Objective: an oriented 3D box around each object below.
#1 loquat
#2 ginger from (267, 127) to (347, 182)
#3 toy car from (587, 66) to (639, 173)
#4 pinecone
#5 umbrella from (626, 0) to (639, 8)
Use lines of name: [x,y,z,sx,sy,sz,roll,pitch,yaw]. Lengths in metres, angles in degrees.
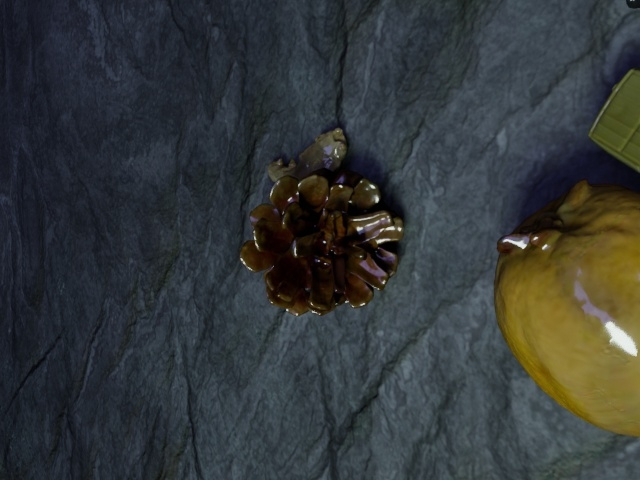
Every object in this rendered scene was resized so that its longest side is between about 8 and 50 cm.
loquat: [0.272,0.064,0.495,0.193,0.238,0.238,-36,64,2]
ginger: [-0.024,-0.120,0.850,0.174,0.051,0.069,-16,76,37]
toy car: [0.350,-0.059,0.440,0.256,0.125,0.101,-113,40,-53]
pinecone: [0.000,0.000,0.737,0.229,0.201,0.202,-23,101,8]
umbrella: [0.330,-0.364,0.552,0.053,0.052,0.250,-15,77,57]
